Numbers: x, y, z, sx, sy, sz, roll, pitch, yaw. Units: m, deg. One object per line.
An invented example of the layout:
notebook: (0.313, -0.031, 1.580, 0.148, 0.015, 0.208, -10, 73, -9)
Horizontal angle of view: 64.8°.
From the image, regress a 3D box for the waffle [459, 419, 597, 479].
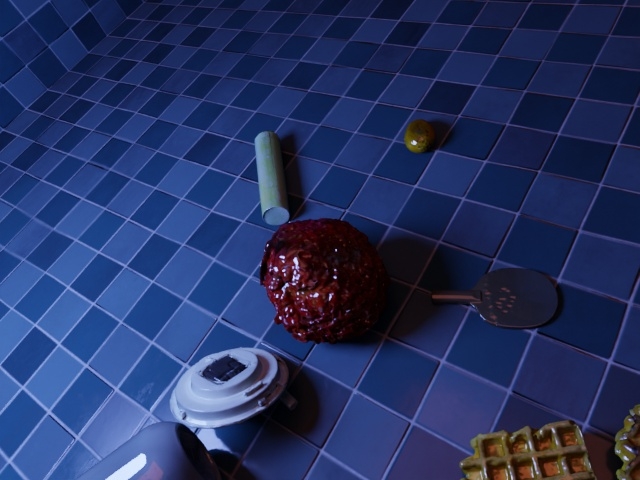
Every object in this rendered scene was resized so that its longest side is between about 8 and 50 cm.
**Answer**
waffle: (0.309, 0.372, 0.774, 0.210, 0.055, 0.161, -14, 51, 17)

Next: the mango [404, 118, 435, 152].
mango: (0.251, -0.267, 1.280, 0.078, 0.057, 0.114, -18, 42, 14)

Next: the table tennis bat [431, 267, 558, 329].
table tennis bat: (0.337, 0.111, 0.987, 0.234, 0.022, 0.131, 0, 56, 18)

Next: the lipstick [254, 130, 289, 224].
lipstick: (-0.133, -0.175, 1.347, 0.076, 0.076, 0.304, -17, 50, 9)

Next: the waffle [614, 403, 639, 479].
waffle: (0.535, 0.349, 0.691, 0.237, 0.059, 0.244, 10, 52, 12)

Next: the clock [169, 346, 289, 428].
clock: (-0.179, 0.266, 0.978, 0.236, 0.053, 0.236, -9, 22, 4)

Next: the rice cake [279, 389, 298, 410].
rice cake: (-0.090, 0.294, 1.013, 0.022, 0.022, 0.121, -36, 50, -24)

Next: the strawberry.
strawberry: (-0.009, 0.074, 1.006, 0.273, 0.220, 0.274, -8, 72, 27)

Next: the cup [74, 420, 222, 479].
cup: (-0.334, 0.470, 0.858, 0.312, 0.206, 0.205, -37, 50, -9)
